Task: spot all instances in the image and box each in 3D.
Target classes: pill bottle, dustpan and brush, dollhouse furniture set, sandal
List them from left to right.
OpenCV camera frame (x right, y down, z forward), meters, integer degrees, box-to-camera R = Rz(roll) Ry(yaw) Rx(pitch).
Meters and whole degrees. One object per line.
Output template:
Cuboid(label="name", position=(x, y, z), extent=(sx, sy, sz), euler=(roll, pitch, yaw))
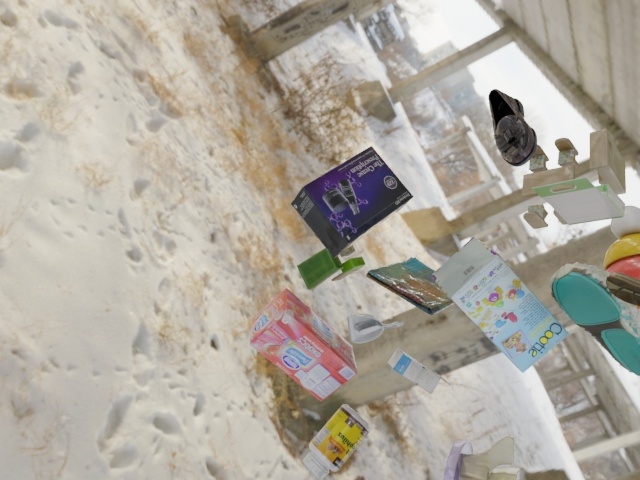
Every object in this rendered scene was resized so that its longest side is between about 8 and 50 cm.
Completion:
Cuboid(label="dollhouse furniture set", position=(0.000, 0.000, 1.904), extent=(0.197, 0.151, 0.301), euler=(-7, 66, -53))
Cuboid(label="pill bottle", position=(0.047, 0.622, 1.618), extent=(0.117, 0.215, 0.117), euler=(40, -13, 11))
Cuboid(label="dustpan and brush", position=(0.220, 0.340, 2.077), extent=(0.060, 0.211, 0.147), euler=(-115, -167, -55))
Cuboid(label="dollhouse furniture set", position=(1.047, -0.286, 2.239), extent=(0.256, 0.394, 0.362), euler=(32, 60, -40))
Cuboid(label="sandal", position=(0.608, 0.104, 0.940), extent=(0.180, 0.049, 0.072), euler=(35, -30, 36))

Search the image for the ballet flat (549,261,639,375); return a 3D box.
Cuboid(label="ballet flat", position=(0.684, 0.166, 1.255), extent=(0.409, 0.147, 0.147), euler=(44, 20, -20))

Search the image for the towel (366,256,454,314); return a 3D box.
Cuboid(label="towel", position=(0.353, 0.148, 1.832), extent=(0.271, 0.040, 0.370), euler=(29, 20, 28))

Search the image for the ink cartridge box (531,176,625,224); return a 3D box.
Cuboid(label="ink cartridge box", position=(0.774, -0.133, 1.577), extent=(0.235, 0.171, 0.056), euler=(34, 64, -29))

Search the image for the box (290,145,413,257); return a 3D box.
Cuboid(label="box", position=(0.085, -0.104, 1.366), extent=(0.184, 0.261, 0.103), euler=(52, -32, 4))

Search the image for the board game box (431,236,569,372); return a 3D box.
Cuboid(label="board game box", position=(0.416, 0.148, 1.232), extent=(0.275, 0.144, 0.142), euler=(45, 8, -16))

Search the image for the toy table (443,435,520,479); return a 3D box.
Cuboid(label="toy table", position=(0.442, 0.647, 1.428), extent=(0.274, 0.161, 0.252), euler=(-13, 103, -61))

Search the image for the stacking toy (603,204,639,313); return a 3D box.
Cuboid(label="stacking toy", position=(1.056, 0.101, 1.721), extent=(0.350, 0.350, 0.480), euler=(47, 43, -52))

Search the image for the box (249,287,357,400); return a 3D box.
Cuboid(label="box", position=(-0.049, 0.307, 1.539), extent=(0.300, 0.154, 0.142), euler=(43, 14, -20))

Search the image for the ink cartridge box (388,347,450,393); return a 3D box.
Cuboid(label="ink cartridge box", position=(0.309, 0.419, 1.655), extent=(0.180, 0.060, 0.104), euler=(33, -2, -1))

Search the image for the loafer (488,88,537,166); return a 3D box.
Cuboid(label="loafer", position=(0.512, -0.316, 1.448), extent=(0.095, 0.109, 0.302), euler=(33, 39, -20))
